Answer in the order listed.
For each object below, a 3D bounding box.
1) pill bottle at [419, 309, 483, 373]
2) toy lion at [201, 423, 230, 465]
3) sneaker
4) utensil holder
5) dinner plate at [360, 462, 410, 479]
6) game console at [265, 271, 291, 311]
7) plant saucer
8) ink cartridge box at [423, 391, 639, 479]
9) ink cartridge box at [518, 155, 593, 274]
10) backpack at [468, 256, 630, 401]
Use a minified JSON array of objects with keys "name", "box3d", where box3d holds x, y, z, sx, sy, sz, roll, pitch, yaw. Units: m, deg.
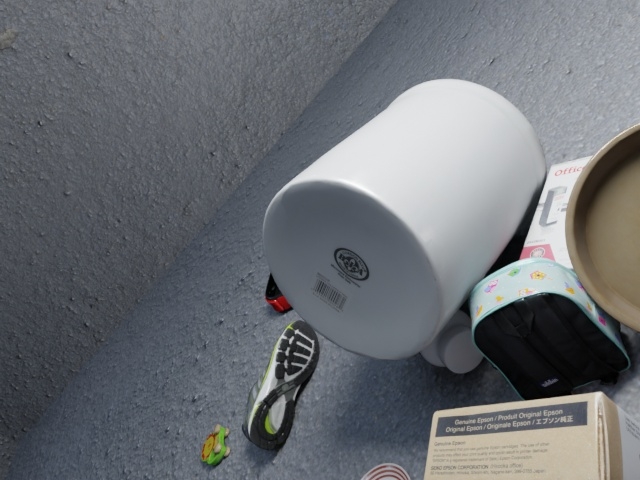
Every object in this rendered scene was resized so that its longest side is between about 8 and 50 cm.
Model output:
[{"name":"pill bottle","box3d":[0.198,0.152,0.985,0.103,0.103,0.184,-52,24,0]},{"name":"toy lion","box3d":[-0.260,0.505,1.396,0.096,0.034,0.100,-53,24,15]},{"name":"sneaker","box3d":[-0.101,0.314,1.290,0.121,0.111,0.300,-23,35,54]},{"name":"utensil holder","box3d":[0.142,-0.046,0.928,0.327,0.328,0.385,-24,12,46]},{"name":"dinner plate","box3d":[0.095,0.422,0.903,0.141,0.017,0.141,-39,28,26]},{"name":"game console","box3d":[0.000,0.000,1.611,0.341,0.060,0.387,-28,34,33]},{"name":"plant saucer","box3d":[0.441,-0.016,0.683,0.277,0.041,0.278,-2,85,24]},{"name":"ink cartridge box","box3d":[0.256,0.251,0.590,0.193,0.234,0.088,-25,36,44]},{"name":"ink cartridge box","box3d":[0.411,-0.023,0.869,0.158,0.092,0.218,-10,45,55]},{"name":"backpack","box3d":[0.294,0.110,0.774,0.165,0.188,0.145,-35,29,34]}]
